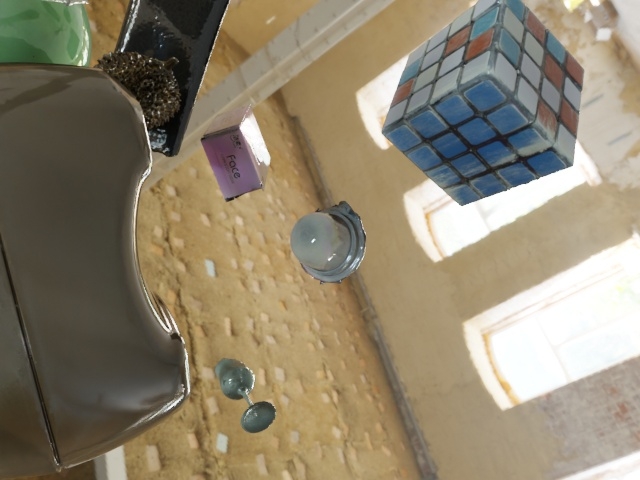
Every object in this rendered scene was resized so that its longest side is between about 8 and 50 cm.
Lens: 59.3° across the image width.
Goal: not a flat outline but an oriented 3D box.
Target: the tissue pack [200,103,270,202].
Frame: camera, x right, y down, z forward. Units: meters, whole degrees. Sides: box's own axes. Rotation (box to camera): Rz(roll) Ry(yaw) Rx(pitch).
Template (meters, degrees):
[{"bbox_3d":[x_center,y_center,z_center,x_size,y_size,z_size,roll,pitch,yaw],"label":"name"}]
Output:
[{"bbox_3d":[-0.183,-0.204,1.256,0.246,0.092,0.149,-93,-16,-65],"label":"tissue pack"}]

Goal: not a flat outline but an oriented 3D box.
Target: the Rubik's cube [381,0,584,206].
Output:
[{"bbox_3d":[0.308,-0.260,1.060,0.256,0.258,0.254,36,-125,-24],"label":"Rubik's cube"}]

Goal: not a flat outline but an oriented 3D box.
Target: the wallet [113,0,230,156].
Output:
[{"bbox_3d":[-0.290,-0.327,1.022,0.170,0.322,0.044,20,-173,-3],"label":"wallet"}]

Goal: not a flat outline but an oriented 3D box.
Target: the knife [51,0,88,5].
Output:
[{"bbox_3d":[-0.197,-0.205,0.439,0.298,0.017,0.047,-95,-17,-68],"label":"knife"}]

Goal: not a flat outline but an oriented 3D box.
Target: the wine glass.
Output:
[{"bbox_3d":[-0.167,0.325,1.213,0.079,0.079,0.195,42,177,-35],"label":"wine glass"}]

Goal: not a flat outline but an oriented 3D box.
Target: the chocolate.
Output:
[{"bbox_3d":[0.005,-0.005,1.401,0.147,0.221,0.222,30,-146,-64],"label":"chocolate"}]

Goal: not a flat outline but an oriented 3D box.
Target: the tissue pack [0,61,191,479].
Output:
[{"bbox_3d":[-0.302,0.026,0.564,0.276,0.267,0.388,-15,-71,-28],"label":"tissue pack"}]

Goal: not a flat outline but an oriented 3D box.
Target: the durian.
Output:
[{"bbox_3d":[-0.310,-0.249,0.940,0.148,0.188,0.091,53,-158,-24],"label":"durian"}]

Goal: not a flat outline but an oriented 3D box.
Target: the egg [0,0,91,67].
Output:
[{"bbox_3d":[-0.400,-0.273,0.665,0.269,0.220,0.220,41,-156,-7],"label":"egg"}]
